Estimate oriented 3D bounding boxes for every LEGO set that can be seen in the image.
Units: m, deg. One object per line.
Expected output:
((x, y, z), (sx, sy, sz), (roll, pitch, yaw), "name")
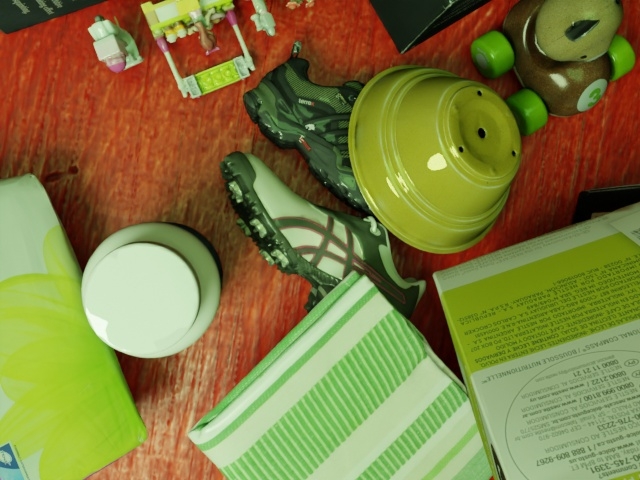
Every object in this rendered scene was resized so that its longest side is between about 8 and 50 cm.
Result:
((-0.084, -0.229, 0.694), (0.287, 0.132, 0.107), (-20, 100, 15), "LEGO set")

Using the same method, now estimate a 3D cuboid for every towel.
((0.050, 0.214, 0.715), (0.248, 0.038, 0.325), (-44, 119, -4), "towel")

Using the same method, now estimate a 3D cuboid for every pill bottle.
((-0.156, 0.043, 0.643), (0.124, 0.221, 0.124), (0, 91, -8), "pill bottle")

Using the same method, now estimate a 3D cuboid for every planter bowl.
((0.144, -0.101, 0.706), (0.217, 0.090, 0.217), (8, 74, -29), "planter bowl")

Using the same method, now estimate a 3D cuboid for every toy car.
((0.278, -0.213, 0.713), (0.155, 0.188, 0.149), (-32, 95, -6), "toy car")

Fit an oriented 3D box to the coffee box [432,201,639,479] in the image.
((0.320, 0.187, 0.551), (0.338, 0.334, 0.337), (-19, 117, 7), "coffee box")

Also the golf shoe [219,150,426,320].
((0.000, 0.000, 0.733), (0.120, 0.105, 0.273), (-42, 105, -12), "golf shoe")

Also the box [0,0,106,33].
((-0.179, -0.381, 0.597), (0.395, 0.293, 0.212), (-21, 94, -7), "box")

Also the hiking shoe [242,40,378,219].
((0.029, -0.115, 0.733), (0.227, 0.086, 0.114), (40, 87, -7), "hiking shoe")

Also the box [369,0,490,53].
((0.189, -0.322, 0.702), (0.261, 0.184, 0.103), (-32, 93, -6), "box")

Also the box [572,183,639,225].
((0.412, 0.012, 0.754), (0.207, 0.153, 0.108), (12, 89, -9), "box")

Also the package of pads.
((-0.311, 0.103, 0.607), (0.229, 0.101, 0.296), (-25, 93, -44), "package of pads")
